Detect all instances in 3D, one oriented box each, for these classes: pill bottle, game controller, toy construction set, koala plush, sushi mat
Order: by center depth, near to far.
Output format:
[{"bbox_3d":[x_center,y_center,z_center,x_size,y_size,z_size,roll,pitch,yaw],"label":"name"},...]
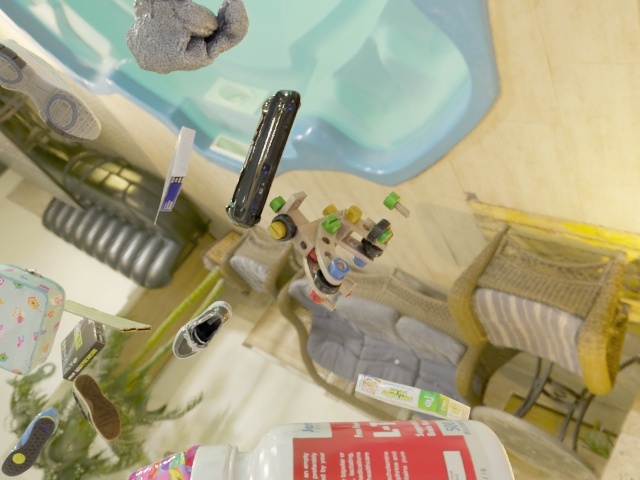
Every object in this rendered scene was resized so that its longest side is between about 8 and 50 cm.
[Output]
[{"bbox_3d":[0.037,0.365,0.781,0.407,0.229,0.229,0,160,-4],"label":"pill bottle"},{"bbox_3d":[-0.250,-0.416,0.958,0.196,0.203,0.221,20,144,17],"label":"koala plush"},{"bbox_3d":[-0.129,-0.181,1.280,0.067,0.320,0.166,20,178,-18],"label":"game controller"},{"bbox_3d":[0.000,0.000,1.280,0.237,0.257,0.309,42,153,12],"label":"toy construction set"},{"bbox_3d":[-0.680,0.224,1.734,0.316,0.019,0.151,14,178,16],"label":"sushi mat"}]

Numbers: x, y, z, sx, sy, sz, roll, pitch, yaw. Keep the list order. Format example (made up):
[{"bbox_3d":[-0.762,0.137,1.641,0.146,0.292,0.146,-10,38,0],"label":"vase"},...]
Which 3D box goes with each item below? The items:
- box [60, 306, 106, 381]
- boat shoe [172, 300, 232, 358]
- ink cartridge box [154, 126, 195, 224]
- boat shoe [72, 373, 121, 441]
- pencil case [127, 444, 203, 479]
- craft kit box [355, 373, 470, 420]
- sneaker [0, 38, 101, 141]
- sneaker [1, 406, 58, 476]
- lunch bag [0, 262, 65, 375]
[{"bbox_3d":[-0.819,0.356,1.983,0.045,0.184,0.191,34,-168,-38],"label":"box"},{"bbox_3d":[-0.436,0.343,2.068,0.113,0.306,0.105,48,-158,-12],"label":"boat shoe"},{"bbox_3d":[-0.426,-0.181,1.686,0.045,0.224,0.223,16,151,-18],"label":"ink cartridge box"},{"bbox_3d":[-0.466,0.350,1.198,0.152,0.056,0.049,57,133,13],"label":"boat shoe"},{"bbox_3d":[-0.340,0.541,1.307,0.236,0.104,0.104,-32,117,30],"label":"pencil case"},{"bbox_3d":[0.263,0.447,1.623,0.246,0.061,0.250,2,160,35],"label":"craft kit box"},{"bbox_3d":[-0.626,-0.355,1.331,0.297,0.111,0.129,47,-161,-30],"label":"sneaker"},{"bbox_3d":[-0.785,0.547,1.572,0.069,0.209,0.082,36,-179,-18],"label":"sneaker"},{"bbox_3d":[-0.833,0.205,1.568,0.223,0.279,0.108,22,-167,4],"label":"lunch bag"}]
